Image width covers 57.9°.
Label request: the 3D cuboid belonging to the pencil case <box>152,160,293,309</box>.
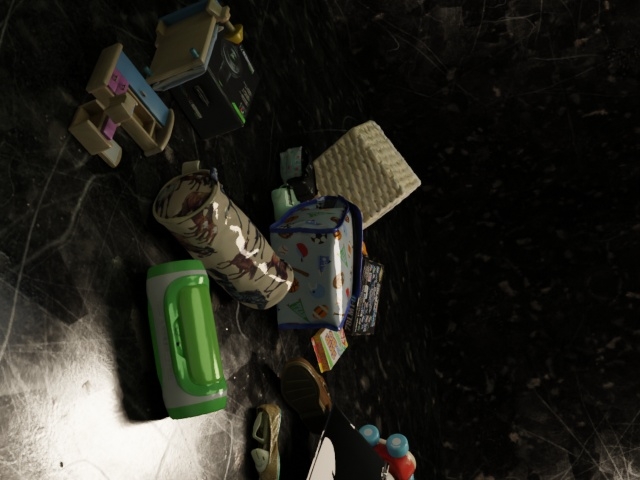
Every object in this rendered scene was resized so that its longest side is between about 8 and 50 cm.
[{"bbox_3d":[-0.214,0.003,1.378,0.410,0.159,0.184,55,42,-45],"label":"pencil case"}]

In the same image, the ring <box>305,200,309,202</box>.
[{"bbox_3d":[0.000,0.000,2.181,0.336,0.032,0.337,-15,90,-70],"label":"ring"}]

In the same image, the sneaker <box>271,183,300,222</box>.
[{"bbox_3d":[-0.072,-0.119,1.937,0.256,0.094,0.151,-2,78,-61],"label":"sneaker"}]

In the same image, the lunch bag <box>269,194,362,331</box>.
[{"bbox_3d":[0.008,0.054,1.782,0.385,0.238,0.328,-55,146,-69],"label":"lunch bag"}]

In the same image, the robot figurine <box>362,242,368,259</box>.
[{"bbox_3d":[0.142,0.056,2.419,0.291,0.085,0.211,58,24,-55],"label":"robot figurine"}]

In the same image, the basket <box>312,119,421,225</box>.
[{"bbox_3d":[0.142,-0.232,2.186,0.331,0.328,0.266,53,22,3],"label":"basket"}]

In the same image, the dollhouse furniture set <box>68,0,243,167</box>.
[{"bbox_3d":[-0.287,-0.293,1.170,0.198,0.303,0.286,54,29,-45],"label":"dollhouse furniture set"}]

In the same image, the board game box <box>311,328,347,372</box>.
[{"bbox_3d":[0.034,0.356,2.016,0.259,0.039,0.124,-30,104,-68],"label":"board game box"}]

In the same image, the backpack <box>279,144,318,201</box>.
[{"bbox_3d":[-0.078,-0.243,2.011,0.152,0.115,0.182,63,19,-62],"label":"backpack"}]

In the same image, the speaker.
[{"bbox_3d":[-0.266,0.194,1.147,0.131,0.131,0.297,12,65,-69],"label":"speaker"}]

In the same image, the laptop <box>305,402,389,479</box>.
[{"bbox_3d":[0.040,0.761,1.615,0.382,0.236,0.408,-60,170,-58],"label":"laptop"}]

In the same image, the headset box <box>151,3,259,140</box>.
[{"bbox_3d":[-0.293,-0.442,1.523,0.283,0.131,0.246,-82,150,-47],"label":"headset box"}]

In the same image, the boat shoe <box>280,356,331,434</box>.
[{"bbox_3d":[-0.039,0.429,1.665,0.104,0.110,0.307,-85,163,-53],"label":"boat shoe"}]

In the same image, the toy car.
[{"bbox_3d":[0.187,0.794,1.941,0.238,0.210,0.219,-48,137,-43],"label":"toy car"}]

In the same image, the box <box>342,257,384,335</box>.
[{"bbox_3d":[0.165,0.223,2.279,0.293,0.073,0.296,19,81,-69],"label":"box"}]

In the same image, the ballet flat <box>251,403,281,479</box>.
[{"bbox_3d":[-0.138,0.497,1.405,0.067,0.073,0.206,24,45,-32],"label":"ballet flat"}]
